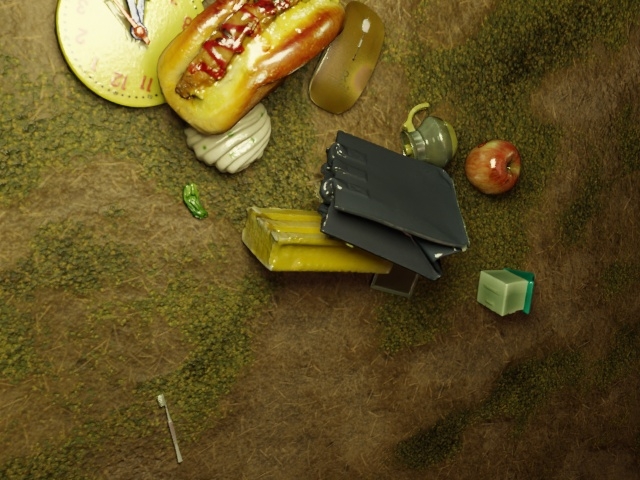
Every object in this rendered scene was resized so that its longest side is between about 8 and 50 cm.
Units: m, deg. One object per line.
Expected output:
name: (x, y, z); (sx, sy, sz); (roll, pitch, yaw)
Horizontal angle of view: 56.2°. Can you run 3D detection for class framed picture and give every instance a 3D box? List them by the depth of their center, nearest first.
framed picture: (0.216, 0.054, 1.585); (0.142, 0.011, 0.183); (16, 99, -30)

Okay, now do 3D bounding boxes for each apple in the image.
apple: (0.447, -0.189, 1.559); (0.146, 0.131, 0.146); (-6, 100, -38)

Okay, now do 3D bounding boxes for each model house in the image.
model house: (0.545, 0.143, 1.717); (0.149, 0.127, 0.100); (-6, 109, -22)

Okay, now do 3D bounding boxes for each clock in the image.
clock: (-0.342, -0.394, 1.119); (0.277, 0.071, 0.293); (9, 102, -30)

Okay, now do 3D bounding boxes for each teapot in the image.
teapot: (0.255, -0.250, 1.456); (0.119, 0.130, 0.165); (-16, 81, -6)

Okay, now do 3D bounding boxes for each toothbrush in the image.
toothbrush: (-0.354, 0.443, 1.416); (0.017, 0.014, 0.194); (-19, 114, -21)

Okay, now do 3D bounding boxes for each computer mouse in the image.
computer mouse: (0.060, -0.406, 1.333); (0.126, 0.056, 0.245); (24, 93, -32)

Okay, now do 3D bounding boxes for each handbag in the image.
handbag: (0.142, -0.084, 1.311); (0.329, 0.303, 0.122); (20, 127, -14)

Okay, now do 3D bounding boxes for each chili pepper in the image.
chili pepper: (-0.270, -0.084, 1.281); (0.034, 0.030, 0.091); (-43, 126, -38)

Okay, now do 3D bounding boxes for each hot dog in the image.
hot dog: (-0.106, -0.378, 1.105); (0.185, 0.223, 0.405); (48, 69, -14)

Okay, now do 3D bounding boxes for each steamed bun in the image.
steamed bun: (-0.184, -0.222, 1.237); (0.183, 0.106, 0.183); (-8, 109, -23)

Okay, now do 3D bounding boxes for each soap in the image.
soap: (0.000, 0.000, 1.352); (0.315, 0.199, 0.091); (3, 112, -30)
